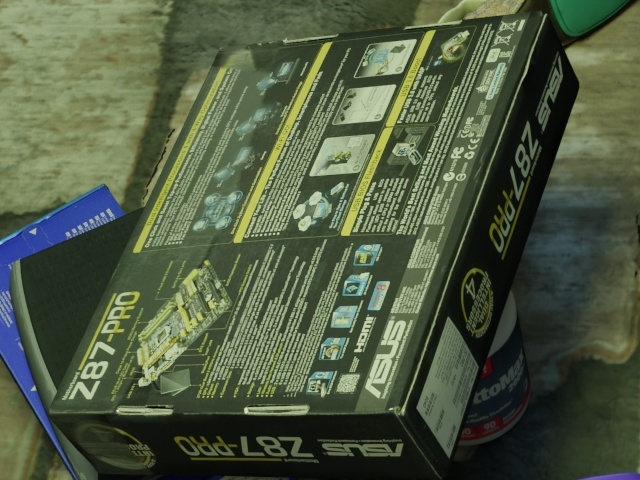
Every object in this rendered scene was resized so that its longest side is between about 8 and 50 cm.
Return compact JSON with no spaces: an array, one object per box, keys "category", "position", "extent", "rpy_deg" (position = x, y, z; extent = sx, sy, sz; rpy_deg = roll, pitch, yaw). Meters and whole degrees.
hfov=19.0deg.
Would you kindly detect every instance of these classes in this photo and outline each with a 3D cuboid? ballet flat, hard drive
[{"category":"ballet flat","position":[0.194,-0.226,1.841],"extent":[0.316,0.107,0.106],"rpy_deg":[-39,46,-20]},{"category":"hard drive","position":[-0.162,0.085,1.602],"extent":[0.172,0.054,0.254],"rpy_deg":[-23,50,-7]}]

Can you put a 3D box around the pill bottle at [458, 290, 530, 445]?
[{"category":"pill bottle","position":[0.110,0.077,1.559],"extent":[0.108,0.180,0.108],"rpy_deg":[-7,50,9]}]

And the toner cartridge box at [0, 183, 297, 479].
[{"category":"toner cartridge box","position":[-0.177,0.113,1.669],"extent":[0.165,0.075,0.348],"rpy_deg":[-29,51,-11]}]

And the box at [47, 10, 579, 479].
[{"category":"box","position":[0.000,0.000,1.485],"extent":[0.318,0.097,0.395],"rpy_deg":[-2,49,31]}]

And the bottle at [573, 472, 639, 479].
[{"category":"bottle","position":[0.233,0.308,1.361],"extent":[0.118,0.092,0.282],"rpy_deg":[-1,62,-39]}]
